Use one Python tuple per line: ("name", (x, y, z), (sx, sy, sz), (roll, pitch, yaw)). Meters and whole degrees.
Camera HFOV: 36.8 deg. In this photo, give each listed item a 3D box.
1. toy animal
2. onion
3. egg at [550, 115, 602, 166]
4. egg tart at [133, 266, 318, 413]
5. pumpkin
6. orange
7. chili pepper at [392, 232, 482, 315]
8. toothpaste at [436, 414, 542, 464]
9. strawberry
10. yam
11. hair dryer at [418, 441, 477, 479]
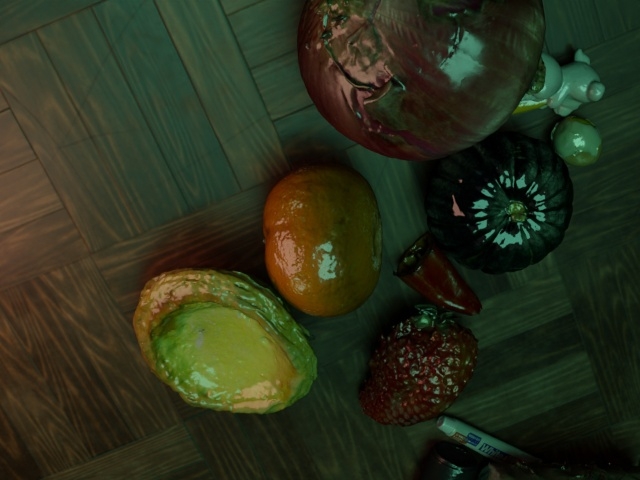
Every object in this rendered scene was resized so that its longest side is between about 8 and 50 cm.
("toy animal", (0.306, -0.251, 1.397), (0.182, 0.131, 0.127), (17, 78, -21))
("onion", (0.125, -0.276, 1.220), (0.354, 0.353, 0.353), (-2, 113, -6))
("egg", (0.388, -0.147, 1.447), (0.083, 0.071, 0.071), (29, 106, -24))
("egg tart", (-0.137, 0.136, 1.448), (0.294, 0.123, 0.294), (8, 131, 9))
("pumpkin", (0.263, -0.058, 1.421), (0.221, 0.162, 0.220), (-3, 103, -12))
("orange", (0.000, 0.000, 1.384), (0.170, 0.224, 0.224), (-2, 114, 17))
("chili pepper", (0.201, 0.070, 1.527), (0.169, 0.065, 0.088), (41, 81, -27))
("toothpaste", (0.291, 0.356, 1.669), (0.218, 0.033, 0.052), (30, 112, -22))
("strawberry", (0.165, 0.223, 1.539), (0.175, 0.106, 0.236), (-2, 126, -15))
("yam", (0.426, 0.495, 1.647), (0.348, 0.241, 0.241), (6, 112, -8))
("hair dryer", (0.226, 0.481, 1.596), (0.089, 0.251, 0.197), (10, 109, -22))
